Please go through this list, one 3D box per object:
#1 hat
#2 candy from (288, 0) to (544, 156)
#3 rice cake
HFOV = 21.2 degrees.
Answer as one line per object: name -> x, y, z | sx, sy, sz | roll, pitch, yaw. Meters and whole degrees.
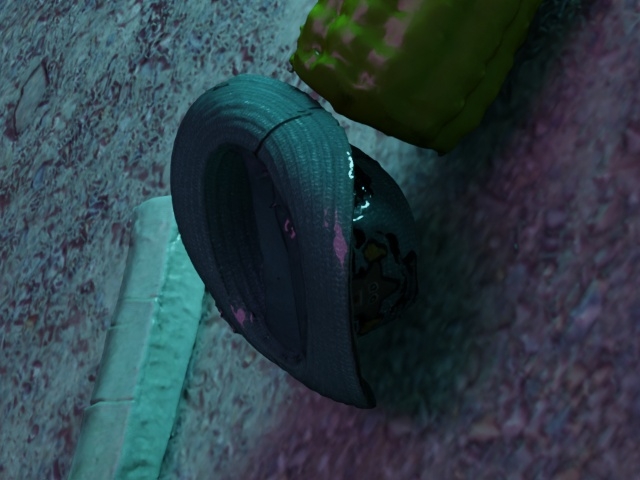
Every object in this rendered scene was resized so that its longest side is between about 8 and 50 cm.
hat -> 0.000, 0.000, 0.775 | 0.191, 0.078, 0.138 | 38, 137, 54
candy -> 0.073, -0.138, 0.773 | 0.209, 0.096, 0.097 | -56, 31, 1
rice cake -> -0.101, 0.091, 0.903 | 0.045, 0.042, 0.245 | -7, 60, 40
